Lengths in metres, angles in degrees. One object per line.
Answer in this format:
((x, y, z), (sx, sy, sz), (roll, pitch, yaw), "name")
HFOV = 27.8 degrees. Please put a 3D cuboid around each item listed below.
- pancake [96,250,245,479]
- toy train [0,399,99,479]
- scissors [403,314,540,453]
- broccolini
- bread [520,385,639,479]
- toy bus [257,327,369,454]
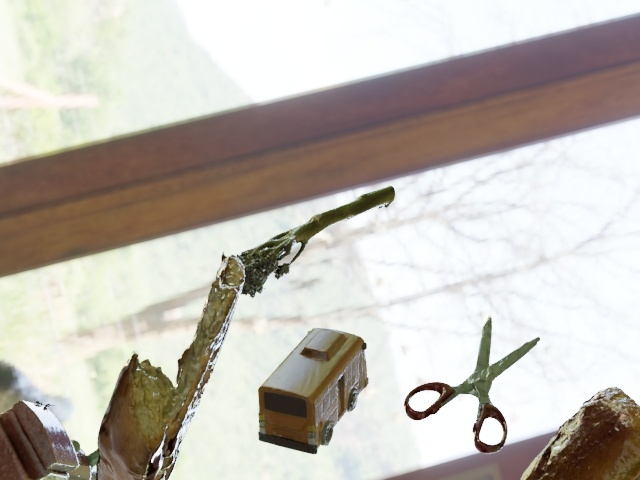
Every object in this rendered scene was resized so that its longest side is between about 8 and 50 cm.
((-0.122, 0.127, 0.950), (0.212, 0.056, 0.257), (-68, -179, -69), "pancake")
((-0.405, 0.329, 1.721), (0.150, 0.221, 0.304), (56, 2, 21), "toy train")
((0.223, 0.188, 1.781), (0.247, 0.144, 0.017), (-48, 156, -46), "scissors")
((-0.004, 0.000, 2.200), (0.079, 0.392, 0.074), (27, -51, 40), "broccolini")
((0.333, 0.379, 1.862), (0.109, 0.380, 0.185), (41, 4, -27), "bread")
((-0.009, 0.209, 1.870), (0.201, 0.098, 0.114), (-45, 139, -54), "toy bus")
